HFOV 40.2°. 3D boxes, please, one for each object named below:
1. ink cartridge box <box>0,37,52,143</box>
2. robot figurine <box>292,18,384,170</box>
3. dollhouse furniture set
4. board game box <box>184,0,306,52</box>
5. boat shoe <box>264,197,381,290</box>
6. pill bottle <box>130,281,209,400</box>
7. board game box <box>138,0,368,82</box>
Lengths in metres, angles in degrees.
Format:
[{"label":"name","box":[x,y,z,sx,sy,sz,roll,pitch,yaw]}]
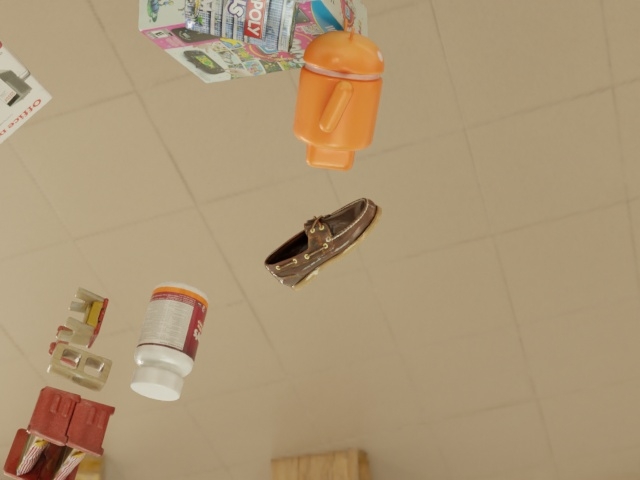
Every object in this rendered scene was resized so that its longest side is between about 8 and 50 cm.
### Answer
[{"label":"ink cartridge box","box":[-0.293,-0.128,0.710,0.099,0.056,0.135,-44,167,-5]},{"label":"robot figurine","box":[0.028,-0.218,1.317,0.128,0.158,0.219,22,114,33]},{"label":"dollhouse furniture set","box":[-0.518,0.316,1.848,0.152,0.374,0.201,24,133,-18]},{"label":"board game box","box":[-0.075,-0.332,1.118,0.194,0.060,0.194,14,130,3]},{"label":"boat shoe","box":[0.000,0.000,1.329,0.073,0.073,0.207,39,117,-21]},{"label":"pill bottle","box":[-0.309,0.205,1.783,0.121,0.221,0.121,8,152,5]},{"label":"board game box","box":[-0.101,-0.353,1.392,0.303,0.097,0.224,-6,167,20]}]
